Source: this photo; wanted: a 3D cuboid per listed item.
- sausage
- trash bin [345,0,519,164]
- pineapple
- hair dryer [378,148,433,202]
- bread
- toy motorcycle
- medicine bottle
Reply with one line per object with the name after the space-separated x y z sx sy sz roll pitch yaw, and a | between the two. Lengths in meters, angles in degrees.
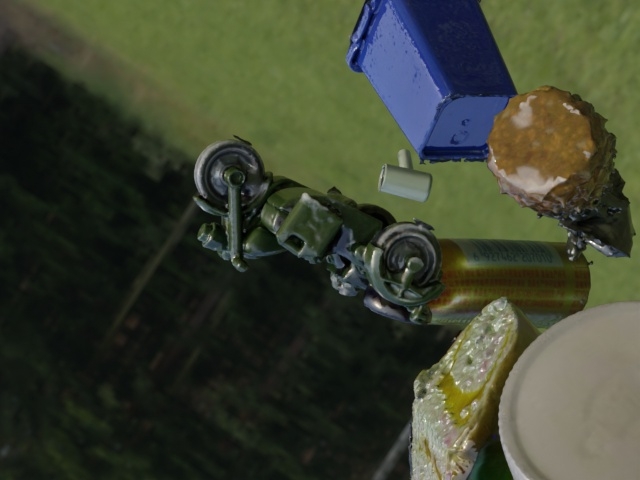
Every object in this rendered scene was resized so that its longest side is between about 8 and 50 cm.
0.200 0.059 2.057 0.317 0.125 0.117 2 173 -33 | sausage
0.150 -0.226 1.997 0.163 0.184 0.234 -2 -131 -25 | trash bin
0.222 -0.053 1.406 0.111 0.119 0.237 19 175 26 | pineapple
0.104 -0.092 2.006 0.063 0.038 0.124 14 -153 -9 | hair dryer
0.177 0.192 1.534 0.156 0.260 0.158 -4 -159 -12 | bread
0.000 0.000 1.633 0.275 0.127 0.205 22 -176 -19 | toy motorcycle
0.272 0.232 1.262 0.224 0.224 0.384 34 160 38 | medicine bottle
